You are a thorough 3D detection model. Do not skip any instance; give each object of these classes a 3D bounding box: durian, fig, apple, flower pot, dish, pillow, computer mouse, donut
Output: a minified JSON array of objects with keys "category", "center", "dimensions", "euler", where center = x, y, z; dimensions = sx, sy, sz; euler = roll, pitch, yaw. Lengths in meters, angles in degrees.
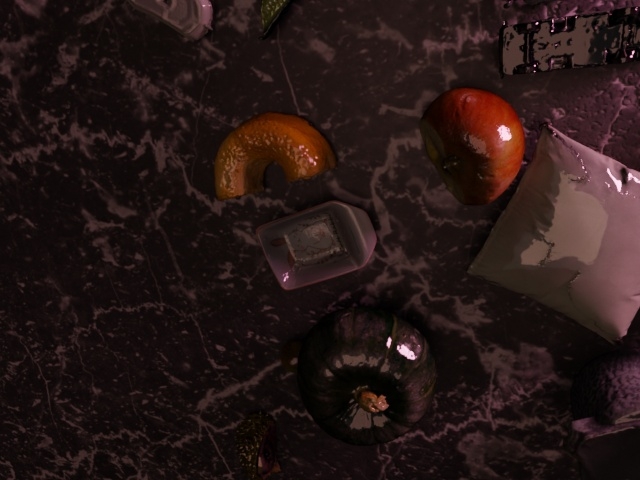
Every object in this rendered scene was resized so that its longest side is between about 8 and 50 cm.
[{"category":"durian","center":[-0.175,0.537,1.200],"dimensions":[0.119,0.108,0.187],"euler":[1,110,14]},{"category":"fig","center":[-0.050,0.272,1.094],"dimensions":[0.074,0.074,0.088],"euler":[-25,124,21]},{"category":"apple","center":[0.255,-0.162,0.795],"dimensions":[0.160,0.173,0.195],"euler":[-25,106,24]},{"category":"flower pot","center":[0.584,0.368,0.848],"dimensions":[0.299,0.283,0.299],"euler":[5,112,12]},{"category":"dish","center":[0.000,0.000,0.980],"dimensions":[0.234,0.064,0.154],"euler":[-18,105,21]},{"category":"pillow","center":[0.457,-0.005,0.828],"dimensions":[0.312,0.119,0.310],"euler":[25,108,8]},{"category":"computer mouse","center":[-0.275,-0.447,0.889],"dimensions":[0.181,0.056,0.089],"euler":[31,119,-6]},{"category":"donut","center":[-0.115,-0.173,0.935],"dimensions":[0.259,0.101,0.152],"euler":[-14,100,23]}]

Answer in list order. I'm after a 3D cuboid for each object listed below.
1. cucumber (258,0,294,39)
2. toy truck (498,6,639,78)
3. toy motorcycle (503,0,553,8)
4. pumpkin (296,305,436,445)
[{"category":"cucumber","center":[-0.052,-0.460,0.835],"dimensions":[0.070,0.046,0.220],"euler":[46,112,-3]},{"category":"toy truck","center":[0.409,-0.308,0.729],"dimensions":[0.259,0.121,0.088],"euler":[-1,110,15]},{"category":"toy motorcycle","center":[0.359,-0.383,0.608],"dimensions":[0.182,0.319,0.241],"euler":[34,107,-3]},{"category":"pumpkin","center":[0.092,0.287,0.984],"dimensions":[0.300,0.207,0.300],"euler":[2,114,6]}]
